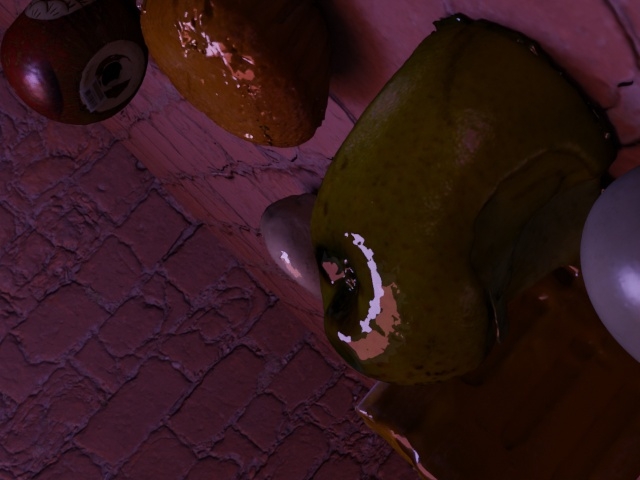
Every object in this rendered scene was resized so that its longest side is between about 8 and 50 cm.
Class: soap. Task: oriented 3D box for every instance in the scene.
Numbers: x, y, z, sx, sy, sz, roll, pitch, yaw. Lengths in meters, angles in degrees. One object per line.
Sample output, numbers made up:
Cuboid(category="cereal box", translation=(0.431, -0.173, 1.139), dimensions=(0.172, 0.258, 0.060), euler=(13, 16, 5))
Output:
Cuboid(category="soap", translation=(0.210, 0.156, 0.728), dimensions=(0.259, 0.281, 0.143), euler=(44, 170, 0))

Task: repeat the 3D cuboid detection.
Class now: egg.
Cuboid(category="egg", translation=(0.258, 0.026, 0.438), dimensions=(0.192, 0.149, 0.149), euler=(33, 166, 17))

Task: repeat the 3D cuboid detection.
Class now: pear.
Cuboid(category="pear", translation=(0.101, -0.012, 0.576), dimensions=(0.164, 0.255, 0.238), euler=(33, 160, 44))

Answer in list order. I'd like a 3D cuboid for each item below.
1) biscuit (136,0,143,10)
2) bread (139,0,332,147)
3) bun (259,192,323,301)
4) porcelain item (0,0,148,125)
Cuboid(category="biscuit", translation=(-0.199, -0.283, 1.107), dimensions=(0.133, 0.032, 0.250), euler=(35, 165, 25))
Cuboid(category="bread", translation=(-0.080, -0.201, 0.753), dimensions=(0.240, 0.139, 0.240), euler=(40, 168, 10))
Cuboid(category="bun", translation=(0.000, 0.000, 1.209), dimensions=(0.231, 0.133, 0.231), euler=(45, -167, -13))
Cuboid(category="porcelain item", translation=(-0.428, -0.322, 1.181), dimensions=(0.253, 0.253, 0.253), euler=(40, 168, 11))
